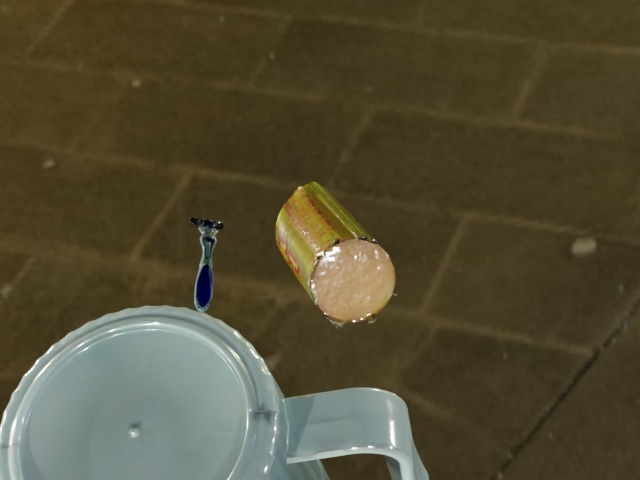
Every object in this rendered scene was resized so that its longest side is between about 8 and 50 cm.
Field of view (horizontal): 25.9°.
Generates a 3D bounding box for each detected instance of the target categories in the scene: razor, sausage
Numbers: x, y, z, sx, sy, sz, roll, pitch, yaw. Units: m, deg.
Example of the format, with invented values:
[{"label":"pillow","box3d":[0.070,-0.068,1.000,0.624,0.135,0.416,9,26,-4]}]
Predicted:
[{"label":"razor","box3d":[-0.145,0.024,1.745,0.044,0.028,0.154,10,46,-11]},{"label":"sausage","box3d":[-0.001,-0.002,1.940,0.117,0.125,0.317,-11,25,-14]}]

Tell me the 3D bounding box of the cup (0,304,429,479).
[{"label":"cup","box3d":[-0.092,0.241,1.224,0.331,0.311,0.256,17,63,23]}]
